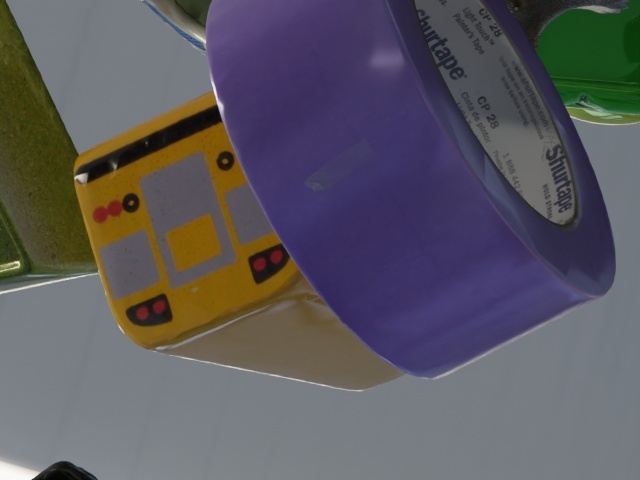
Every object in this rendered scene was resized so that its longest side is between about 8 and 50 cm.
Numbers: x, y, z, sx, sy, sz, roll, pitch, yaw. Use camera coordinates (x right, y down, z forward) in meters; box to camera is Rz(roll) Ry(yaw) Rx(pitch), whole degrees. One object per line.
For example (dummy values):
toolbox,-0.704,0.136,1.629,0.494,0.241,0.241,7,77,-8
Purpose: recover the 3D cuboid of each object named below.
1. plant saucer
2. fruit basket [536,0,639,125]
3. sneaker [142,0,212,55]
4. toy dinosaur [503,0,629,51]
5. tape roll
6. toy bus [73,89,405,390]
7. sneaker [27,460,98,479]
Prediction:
plant saucer,-0.224,-0.037,0.997,0.188,0.188,0.045,67,-154,-25
fruit basket,0.241,-0.199,1.395,0.392,0.392,0.283,-29,-50,-59
sneaker,-0.015,-0.112,1.069,0.081,0.211,0.080,-20,-49,-72
toy dinosaur,0.173,-0.200,0.973,0.160,0.313,0.121,51,-155,-26
tape roll,0.040,-0.044,0.775,0.189,0.080,0.189,46,-154,-31
toy bus,0.000,0.000,0.990,0.333,0.108,0.130,21,-133,-67
sneaker,-0.214,0.239,1.236,0.135,0.098,0.276,-57,0,32
